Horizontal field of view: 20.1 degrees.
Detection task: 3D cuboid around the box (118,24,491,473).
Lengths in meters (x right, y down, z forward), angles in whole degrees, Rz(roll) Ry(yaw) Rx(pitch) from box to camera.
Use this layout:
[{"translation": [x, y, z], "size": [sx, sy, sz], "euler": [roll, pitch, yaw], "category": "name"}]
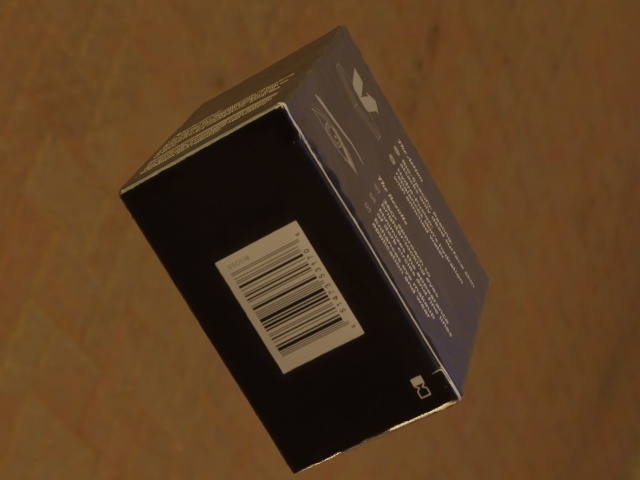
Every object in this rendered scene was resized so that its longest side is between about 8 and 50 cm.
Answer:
[{"translation": [0.000, 0.000, 0.857], "size": [0.156, 0.093, 0.158], "euler": [59, 19, -11], "category": "box"}]
